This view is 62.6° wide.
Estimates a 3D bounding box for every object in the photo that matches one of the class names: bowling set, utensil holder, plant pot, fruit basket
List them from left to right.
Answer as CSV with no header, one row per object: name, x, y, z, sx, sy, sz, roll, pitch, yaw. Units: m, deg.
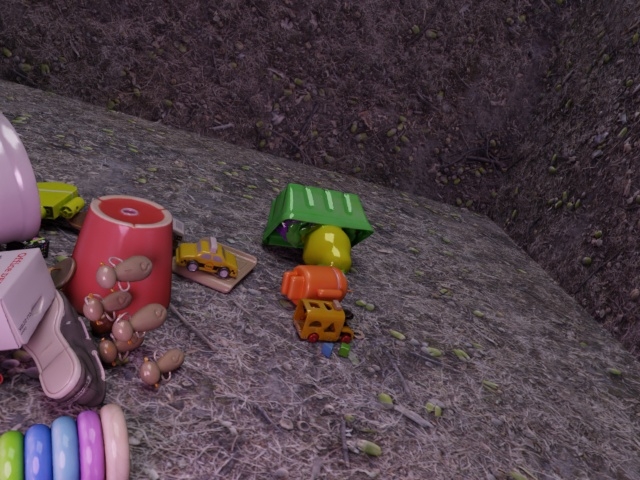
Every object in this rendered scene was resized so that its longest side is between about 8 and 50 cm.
utensil holder,-0.890,-0.104,1.164,0.327,0.327,0.385,31,37,31
bowling set,-0.438,0.190,1.127,0.200,0.287,0.154,-21,1,19
plant pot,-0.493,0.032,1.324,0.275,0.243,0.275,15,21,-6
fruit basket,0.000,0.000,1.901,0.392,0.283,0.392,11,64,-25

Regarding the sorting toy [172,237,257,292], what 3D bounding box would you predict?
sorting toy,-0.376,0.061,1.647,0.307,0.041,0.229,21,25,8

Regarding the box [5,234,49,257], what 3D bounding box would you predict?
box,-0.772,0.022,1.389,0.062,0.052,0.083,23,22,12

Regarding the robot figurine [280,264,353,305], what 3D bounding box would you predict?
robot figurine,-0.011,0.138,1.617,0.219,0.158,0.128,4,64,-31

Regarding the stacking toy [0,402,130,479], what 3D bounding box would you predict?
stacking toy,-0.459,0.338,0.766,0.330,0.141,0.141,-3,28,-30

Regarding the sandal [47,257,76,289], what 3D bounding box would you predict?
sandal,-0.643,0.094,1.198,0.180,0.049,0.072,-32,52,-19

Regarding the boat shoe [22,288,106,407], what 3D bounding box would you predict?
boat shoe,-0.520,0.216,1.066,0.335,0.112,0.095,41,-9,45

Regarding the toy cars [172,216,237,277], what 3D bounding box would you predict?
toy cars,-0.412,-0.011,1.583,0.394,0.087,0.176,30,23,15

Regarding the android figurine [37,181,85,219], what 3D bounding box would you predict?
android figurine,-0.855,-0.118,1.610,0.248,0.056,0.273,4,23,-1

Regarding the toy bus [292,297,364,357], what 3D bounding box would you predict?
toy bus,0.026,0.219,1.474,0.191,0.104,0.202,25,22,18

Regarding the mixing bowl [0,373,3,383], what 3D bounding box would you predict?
mixing bowl,-0.587,0.251,0.786,0.181,0.098,0.181,10,-2,0

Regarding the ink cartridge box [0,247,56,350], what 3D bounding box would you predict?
ink cartridge box,-0.682,0.119,0.998,0.273,0.114,0.197,-5,28,-4

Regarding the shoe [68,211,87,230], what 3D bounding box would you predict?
shoe,-0.668,-0.030,1.617,0.219,0.058,0.076,15,40,3
